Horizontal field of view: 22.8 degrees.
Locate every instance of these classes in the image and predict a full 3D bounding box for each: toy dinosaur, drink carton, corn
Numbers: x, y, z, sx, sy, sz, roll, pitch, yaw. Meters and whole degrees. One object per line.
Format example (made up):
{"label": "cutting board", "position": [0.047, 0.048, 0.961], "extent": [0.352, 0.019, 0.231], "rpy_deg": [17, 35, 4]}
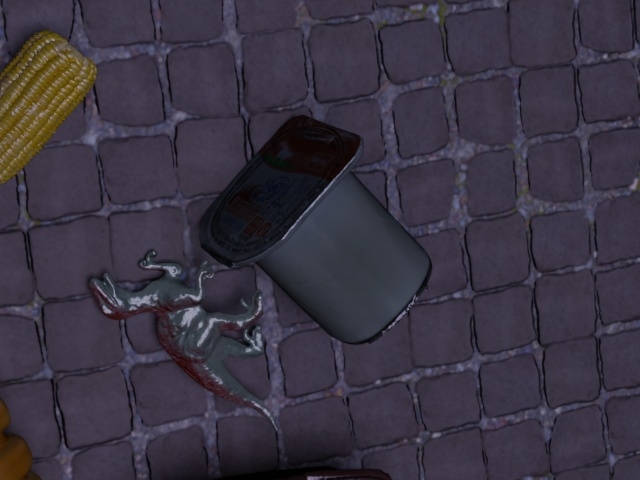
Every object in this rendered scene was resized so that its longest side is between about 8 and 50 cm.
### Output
{"label": "toy dinosaur", "position": [-0.131, 0.118, 1.731], "extent": [0.167, 0.053, 0.242], "rpy_deg": [-24, 107, -9]}
{"label": "drink carton", "position": [0.000, 0.000, 1.709], "extent": [0.191, 0.185, 0.189], "rpy_deg": [-49, 122, -9]}
{"label": "corn", "position": [-0.302, -0.135, 1.622], "extent": [0.165, 0.063, 0.085], "rpy_deg": [-54, 136, -3]}

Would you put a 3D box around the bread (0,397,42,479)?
{"label": "bread", "position": [-0.361, 0.289, 1.634], "extent": [0.173, 0.121, 0.311], "rpy_deg": [-27, 108, -16]}

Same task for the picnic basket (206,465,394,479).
{"label": "picnic basket", "position": [-0.058, 0.350, 1.755], "extent": [0.296, 0.129, 0.222], "rpy_deg": [-5, 102, -19]}
